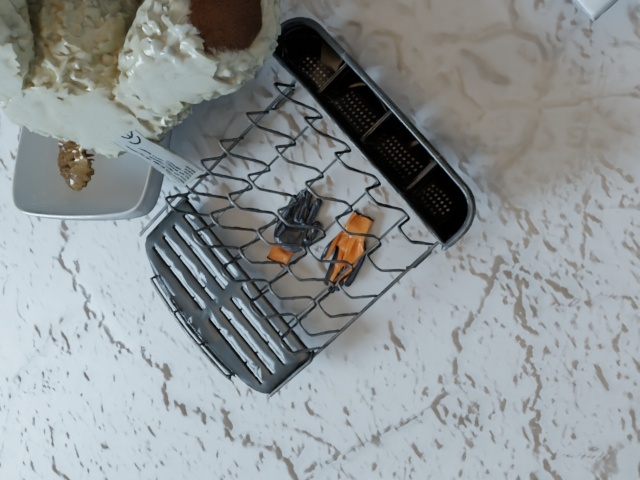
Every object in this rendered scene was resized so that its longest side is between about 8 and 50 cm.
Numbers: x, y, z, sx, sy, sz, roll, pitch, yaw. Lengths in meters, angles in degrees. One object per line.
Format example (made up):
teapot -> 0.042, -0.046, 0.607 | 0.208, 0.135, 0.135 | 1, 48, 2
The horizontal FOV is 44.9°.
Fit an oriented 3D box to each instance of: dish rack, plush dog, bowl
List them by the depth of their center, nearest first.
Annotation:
plush dog -> -0.161, -0.182, 0.593 | 0.262, 0.225, 0.210 | 10, 147, -6
dish rack -> -0.030, -0.010, 0.620 | 0.271, 0.074, 0.208 | -44, 77, 18
bowl -> -0.190, -0.082, 0.675 | 0.142, 0.053, 0.142 | 2, 77, 19

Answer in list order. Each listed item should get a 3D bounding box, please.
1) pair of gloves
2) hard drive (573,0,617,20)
pair of gloves -> 0.000, 0.000, 0.657 | 0.083, 0.010, 0.074 | 27, 103, 16
hard drive -> 0.210, -0.316, 0.432 | 0.319, 0.040, 0.210 | -43, 84, 21
